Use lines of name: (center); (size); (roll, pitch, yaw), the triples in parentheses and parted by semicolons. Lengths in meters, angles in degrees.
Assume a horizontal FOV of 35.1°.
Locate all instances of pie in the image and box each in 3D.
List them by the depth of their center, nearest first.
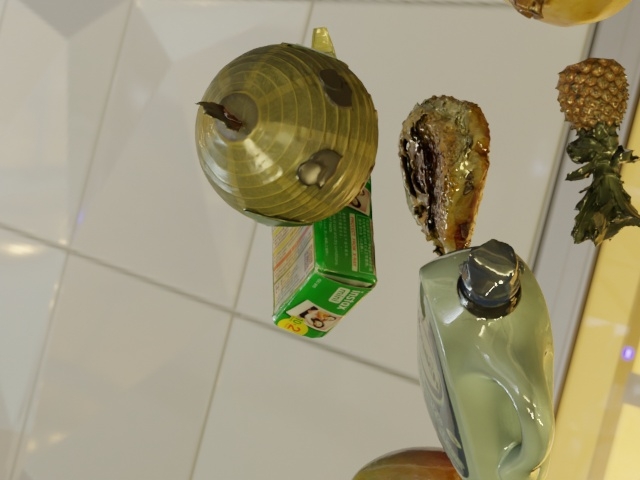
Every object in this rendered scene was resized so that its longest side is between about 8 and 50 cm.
pie: (0.196, -0.107, 1.647); (0.085, 0.308, 0.308); (-10, -174, -12)

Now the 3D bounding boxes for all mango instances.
mango: (0.173, 0.437, 1.805); (0.289, 0.146, 0.129); (-2, 165, 42)

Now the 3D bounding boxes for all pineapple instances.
pineapple: (0.423, -0.135, 1.539); (0.130, 0.277, 0.119); (7, 162, -45)

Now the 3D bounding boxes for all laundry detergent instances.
laundry detergent: (0.155, 0.106, 0.916); (0.105, 0.215, 0.280); (-15, 148, -7)

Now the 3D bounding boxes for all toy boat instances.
toy boat: (0.011, -0.374, 2.192); (0.065, 0.172, 0.066); (-12, -175, -15)

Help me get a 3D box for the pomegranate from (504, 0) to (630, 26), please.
pomegranate: (0.377, -0.463, 1.498); (0.307, 0.307, 0.307); (14, -179, 0)

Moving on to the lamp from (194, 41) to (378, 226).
lamp: (-0.058, -0.145, 1.318); (0.250, 0.250, 0.284); (15, -179, 32)

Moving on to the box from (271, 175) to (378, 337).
box: (0.000, 0.000, 1.496); (0.103, 0.250, 0.180); (13, 144, -22)
